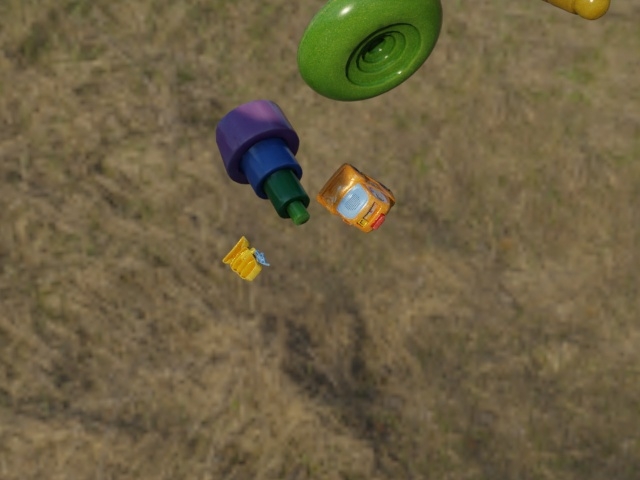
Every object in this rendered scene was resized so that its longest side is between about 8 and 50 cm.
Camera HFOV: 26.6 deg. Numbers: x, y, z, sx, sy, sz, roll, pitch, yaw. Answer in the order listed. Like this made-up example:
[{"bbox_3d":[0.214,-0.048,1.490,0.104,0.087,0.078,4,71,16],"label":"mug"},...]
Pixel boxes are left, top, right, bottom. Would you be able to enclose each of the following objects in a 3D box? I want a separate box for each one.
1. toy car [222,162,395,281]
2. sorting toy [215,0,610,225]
[{"bbox_3d":[0.000,0.000,0.922,0.122,0.060,0.040,-38,45,-1],"label":"toy car"},{"bbox_3d":[0.082,-0.137,1.043,0.127,0.365,0.126,31,24,-57],"label":"sorting toy"}]
